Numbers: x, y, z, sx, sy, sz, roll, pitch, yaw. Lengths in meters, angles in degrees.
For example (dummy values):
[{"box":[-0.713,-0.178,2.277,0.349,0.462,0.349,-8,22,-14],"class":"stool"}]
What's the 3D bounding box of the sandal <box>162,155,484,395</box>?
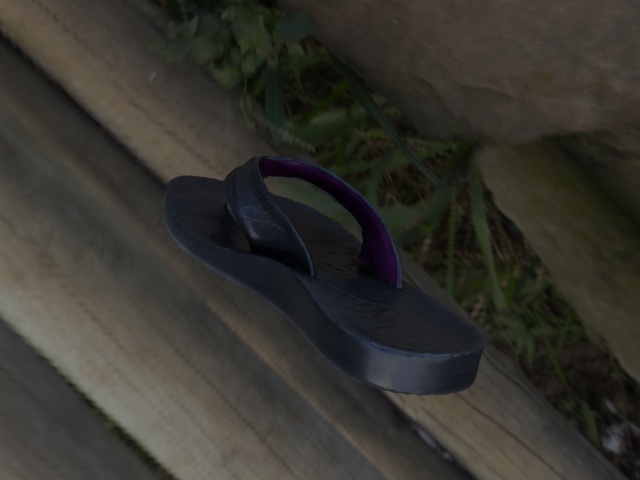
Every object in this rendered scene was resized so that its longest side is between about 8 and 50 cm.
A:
[{"box":[0.003,0.000,1.329,0.167,0.446,0.107,-1,111,-34],"class":"sandal"}]
